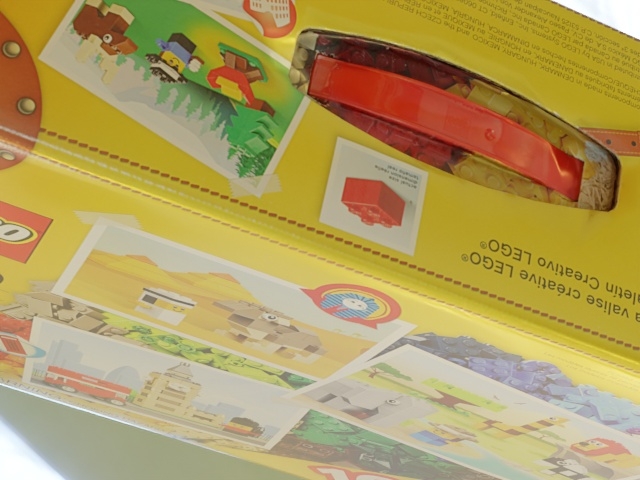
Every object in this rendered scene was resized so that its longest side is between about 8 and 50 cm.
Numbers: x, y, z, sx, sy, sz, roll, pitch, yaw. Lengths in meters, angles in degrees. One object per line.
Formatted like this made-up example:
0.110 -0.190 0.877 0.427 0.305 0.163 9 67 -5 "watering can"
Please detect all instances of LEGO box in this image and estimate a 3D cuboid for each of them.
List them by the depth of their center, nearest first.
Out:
0.000 0.000 0.827 0.372 0.500 0.193 139 -33 -61 "LEGO box"
